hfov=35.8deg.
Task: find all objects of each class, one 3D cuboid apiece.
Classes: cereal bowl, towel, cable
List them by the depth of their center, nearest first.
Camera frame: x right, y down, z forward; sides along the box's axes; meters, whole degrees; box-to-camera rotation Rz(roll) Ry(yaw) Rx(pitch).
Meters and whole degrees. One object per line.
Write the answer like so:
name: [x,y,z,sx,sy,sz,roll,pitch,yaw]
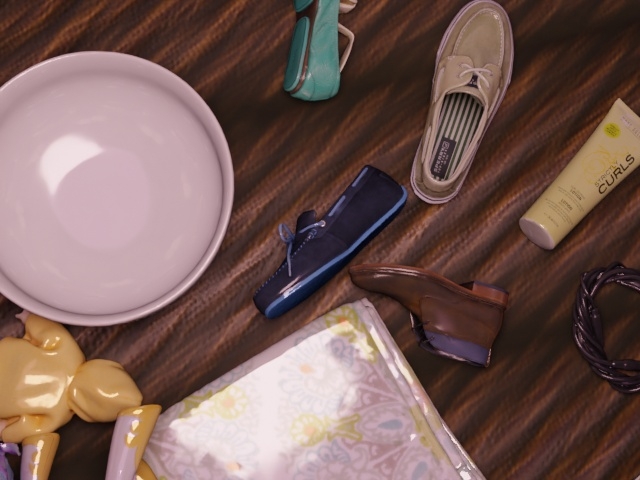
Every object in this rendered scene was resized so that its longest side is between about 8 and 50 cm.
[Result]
cereal bowl: [-0.276,-0.057,1.253,0.339,0.141,0.338,1,81,-6]
towel: [-0.014,0.291,1.259,0.375,0.090,0.320,-30,83,-9]
cable: [0.415,0.117,1.353,0.184,0.047,0.150,43,85,-1]

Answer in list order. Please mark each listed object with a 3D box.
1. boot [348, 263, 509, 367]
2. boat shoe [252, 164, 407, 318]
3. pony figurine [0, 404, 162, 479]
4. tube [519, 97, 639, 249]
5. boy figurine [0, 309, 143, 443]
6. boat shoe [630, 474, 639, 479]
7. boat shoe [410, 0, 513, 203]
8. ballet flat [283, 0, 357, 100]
boot: [0.137,0.096,1.304,0.219,0.082,0.106,12,78,-6]
boat shoe: [0.000,0.000,1.307,0.089,0.109,0.258,45,63,9]
pony figurine: [-0.306,0.390,1.091,0.351,0.303,0.363,-7,72,-15]
tube: [0.372,-0.090,1.370,0.240,0.062,0.070,-44,128,-15]
boy figurine: [-0.362,0.166,1.236,0.285,0.092,0.177,6,81,-6]
boat shoe: [0.422,0.362,1.293,0.303,0.091,0.114,-25,119,-11]
boat shoe: [0.201,-0.194,1.347,0.109,0.094,0.302,16,80,-3]
ballet flat: [0.005,-0.306,1.361,0.087,0.083,0.247,11,80,-29]
